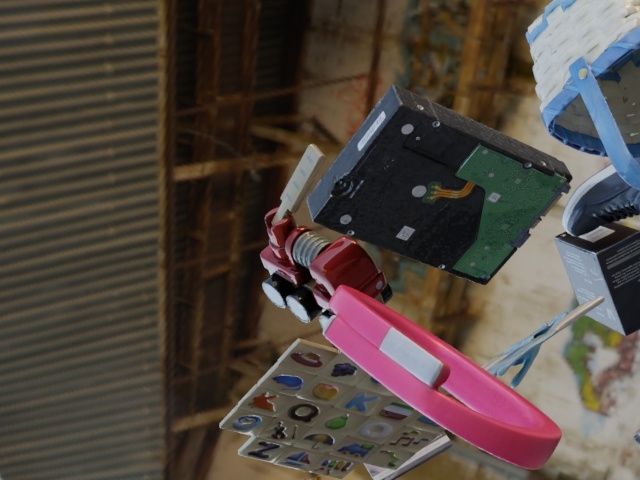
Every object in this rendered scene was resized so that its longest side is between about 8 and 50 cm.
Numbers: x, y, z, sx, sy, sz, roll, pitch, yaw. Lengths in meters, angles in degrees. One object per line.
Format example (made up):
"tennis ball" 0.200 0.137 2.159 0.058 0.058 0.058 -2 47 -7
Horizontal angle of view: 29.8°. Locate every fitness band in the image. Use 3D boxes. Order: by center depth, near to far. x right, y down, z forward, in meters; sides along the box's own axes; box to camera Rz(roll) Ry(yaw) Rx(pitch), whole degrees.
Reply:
"fitness band" 0.119 0.139 1.241 0.209 0.291 0.054 29 -84 -44

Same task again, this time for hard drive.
"hard drive" 0.181 -0.075 1.801 0.339 0.064 0.237 20 -56 -28

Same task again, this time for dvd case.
"dvd case" 0.127 0.345 2.324 0.165 0.221 0.018 -28 -28 -10

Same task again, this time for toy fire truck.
"toy fire truck" 0.000 0.000 1.892 0.158 0.217 0.246 -40 -45 -22

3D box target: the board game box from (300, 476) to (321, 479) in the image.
"board game box" -0.096 0.388 1.636 0.194 0.045 0.146 -8 -37 -16

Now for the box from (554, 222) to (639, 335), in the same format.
"box" 0.487 0.057 2.021 0.093 0.156 0.158 -26 -74 -9

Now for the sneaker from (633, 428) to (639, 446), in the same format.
"sneaker" 0.412 0.277 1.432 0.057 0.119 0.047 -50 -12 21

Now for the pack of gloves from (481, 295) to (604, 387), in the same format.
"pack of gloves" 0.329 0.180 1.888 0.232 0.046 0.195 -32 -5 -14

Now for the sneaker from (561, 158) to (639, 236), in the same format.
"sneaker" 0.488 -0.042 1.888 0.086 0.163 0.226 17 -50 -39

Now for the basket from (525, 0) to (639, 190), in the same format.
"basket" 0.384 -0.160 1.399 0.255 0.289 0.201 12 -47 -38

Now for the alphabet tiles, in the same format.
"alphabet tiles" 0.041 0.226 1.611 0.342 0.285 0.011 -49 32 42
